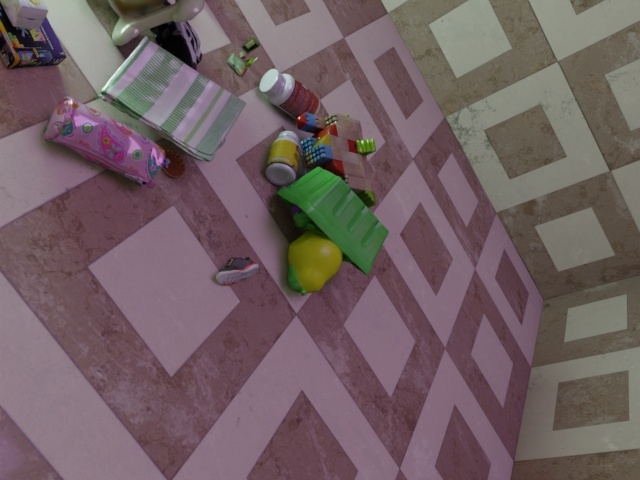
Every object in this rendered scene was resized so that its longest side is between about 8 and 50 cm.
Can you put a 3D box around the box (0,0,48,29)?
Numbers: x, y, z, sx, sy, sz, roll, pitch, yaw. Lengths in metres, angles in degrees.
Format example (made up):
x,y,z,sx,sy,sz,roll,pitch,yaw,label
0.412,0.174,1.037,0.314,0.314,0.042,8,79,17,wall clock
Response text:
x,y,z,sx,sy,sz,roll,pitch,yaw,label
-0.733,-0.632,1.356,0.067,0.063,0.324,-14,70,-55,box

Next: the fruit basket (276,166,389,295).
x,y,z,sx,sy,sz,roll,pitch,yaw,label
0.000,0.000,1.929,0.392,0.283,0.392,-9,113,-24,fruit basket

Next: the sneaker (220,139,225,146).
x,y,z,sx,sy,sz,roll,pitch,yaw,label
-0.387,-0.357,1.661,0.297,0.129,0.111,38,52,-33,sneaker

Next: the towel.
x,y,z,sx,sy,sz,roll,pitch,yaw,label
-0.387,-0.380,1.585,0.325,0.038,0.247,31,59,-14,towel

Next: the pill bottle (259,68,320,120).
x,y,z,sx,sy,sz,roll,pitch,yaw,label
-0.111,-0.522,2.122,0.216,0.121,0.121,28,51,-43,pill bottle

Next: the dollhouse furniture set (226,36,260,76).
x,y,z,sx,sy,sz,roll,pitch,yaw,label
-0.259,-0.641,2.047,0.076,0.059,0.151,46,40,-27,dollhouse furniture set

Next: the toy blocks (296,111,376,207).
x,y,z,sx,sy,sz,roll,pitch,yaw,label
0.045,-0.304,2.094,0.261,0.191,0.381,5,69,-45,toy blocks

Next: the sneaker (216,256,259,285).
x,y,z,sx,sy,sz,roll,pitch,yaw,label
-0.248,0.082,1.684,0.065,0.061,0.158,48,29,19,sneaker

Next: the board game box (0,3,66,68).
x,y,z,sx,sy,sz,roll,pitch,yaw,label
-0.706,-0.496,1.390,0.141,0.048,0.170,-33,99,-53,board game box

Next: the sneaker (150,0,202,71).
x,y,z,sx,sy,sz,roll,pitch,yaw,label
-0.401,-0.555,1.753,0.146,0.122,0.330,11,60,-60,sneaker

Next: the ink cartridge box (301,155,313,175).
x,y,z,sx,sy,sz,roll,pitch,yaw,label
0.000,-0.191,2.150,0.208,0.045,0.206,9,64,-53,ink cartridge box

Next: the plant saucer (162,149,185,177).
x,y,z,sx,sy,sz,roll,pitch,yaw,label
-0.415,-0.213,1.646,0.083,0.013,0.083,28,52,-42,plant saucer

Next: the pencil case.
x,y,z,sx,sy,sz,roll,pitch,yaw,label
-0.516,-0.231,1.433,0.284,0.124,0.124,31,49,-43,pencil case

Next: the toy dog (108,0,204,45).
x,y,z,sx,sy,sz,roll,pitch,yaw,label
-0.490,-0.791,1.517,0.408,0.285,0.395,60,33,-46,toy dog

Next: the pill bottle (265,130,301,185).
x,y,z,sx,sy,sz,roll,pitch,yaw,label
-0.122,-0.282,1.992,0.103,0.103,0.184,39,44,-34,pill bottle
